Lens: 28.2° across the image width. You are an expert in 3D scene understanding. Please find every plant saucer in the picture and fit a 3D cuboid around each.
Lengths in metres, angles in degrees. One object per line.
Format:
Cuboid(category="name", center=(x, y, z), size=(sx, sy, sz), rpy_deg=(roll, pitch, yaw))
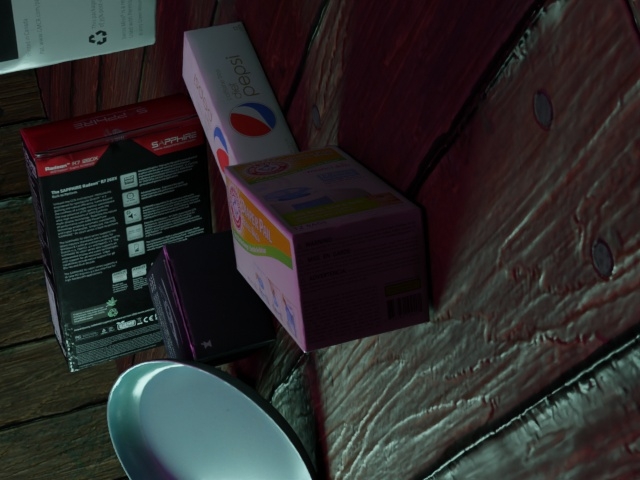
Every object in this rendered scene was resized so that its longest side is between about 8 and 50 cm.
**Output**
Cuboid(category="plant saucer", center=(-0.126, 0.270, 1.574), size=(0.317, 0.044, 0.318), rpy_deg=(18, 128, 25))

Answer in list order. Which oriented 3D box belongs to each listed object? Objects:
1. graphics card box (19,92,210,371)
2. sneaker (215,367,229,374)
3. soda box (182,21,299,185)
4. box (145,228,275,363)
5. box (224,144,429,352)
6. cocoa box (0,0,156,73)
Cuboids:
Cuboid(category="graphics card box", center=(-0.270, -0.008, 1.764), size=(0.094, 0.232, 0.371), rpy_deg=(-129, 29, -48))
Cuboid(category="sneaker", center=(-0.158, 0.232, 1.747), size=(0.305, 0.114, 0.152), rpy_deg=(91, 163, -63))
Cuboid(category="soda box", center=(-0.084, -0.128, 1.347), size=(0.074, 0.069, 0.216), rpy_deg=(100, 151, -54))
Cuboid(category="box", center=(-0.146, 0.084, 1.644), size=(0.207, 0.108, 0.153), rpy_deg=(144, 111, -72))
Cuboid(category="box", center=(0.000, 0.000, 1.090), size=(0.203, 0.114, 0.103), rpy_deg=(-135, 36, -63))
Cuboid(category="cocoa box", center=(-0.279, -0.347, 1.110), size=(0.347, 0.231, 0.228), rpy_deg=(100, 152, -54))
